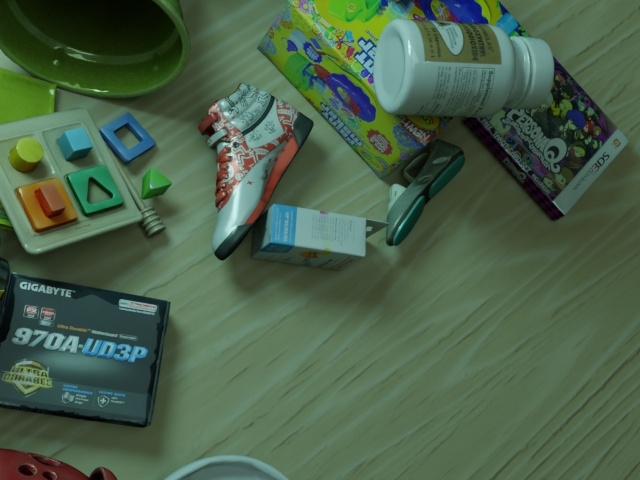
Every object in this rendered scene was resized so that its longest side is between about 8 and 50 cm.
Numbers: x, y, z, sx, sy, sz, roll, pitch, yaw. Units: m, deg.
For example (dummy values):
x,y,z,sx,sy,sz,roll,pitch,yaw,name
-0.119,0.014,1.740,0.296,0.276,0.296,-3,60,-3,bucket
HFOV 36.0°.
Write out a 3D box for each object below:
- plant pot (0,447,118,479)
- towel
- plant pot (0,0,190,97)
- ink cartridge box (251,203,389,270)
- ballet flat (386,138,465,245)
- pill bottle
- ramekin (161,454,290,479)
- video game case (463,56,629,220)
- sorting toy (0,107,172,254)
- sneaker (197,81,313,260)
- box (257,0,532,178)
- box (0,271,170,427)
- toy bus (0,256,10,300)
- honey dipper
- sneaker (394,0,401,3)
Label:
x,y,z,sx,sy,sz,roll,pitch,yaw,name
-0.341,0.357,1.195,0.174,0.191,0.191,15,72,-23,plant pot
-0.412,-0.123,1.344,0.102,0.021,0.237,16,62,-38,towel
-0.299,-0.381,1.372,0.276,0.276,0.254,15,60,-16,plant pot
0.000,0.000,1.450,0.181,0.104,0.061,8,74,-18,ink cartridge box
0.148,-0.078,1.554,0.068,0.072,0.213,32,65,20,ballet flat
0.201,-0.238,1.377,0.229,0.131,0.131,-1,77,-19,pill bottle
-0.142,0.414,1.263,0.273,0.127,0.273,9,73,-30,ramekin
0.386,-0.185,1.671,0.232,0.042,0.210,48,65,-3,video game case
-0.347,-0.090,1.315,0.348,0.047,0.196,-22,77,-42,sorting toy
-0.130,-0.109,1.441,0.145,0.090,0.270,33,65,-9,sneaker
0.113,-0.306,1.530,0.290,0.177,0.279,46,68,-4,box
-0.325,0.149,1.324,0.220,0.051,0.175,12,73,-16,box
-0.498,0.076,1.224,0.149,0.220,0.211,21,103,-30,toy bus
-0.273,-0.080,1.413,0.030,0.030,0.160,-28,85,-24,honey dipper
0.130,-0.425,1.438,0.075,0.057,0.161,37,70,-13,sneaker
